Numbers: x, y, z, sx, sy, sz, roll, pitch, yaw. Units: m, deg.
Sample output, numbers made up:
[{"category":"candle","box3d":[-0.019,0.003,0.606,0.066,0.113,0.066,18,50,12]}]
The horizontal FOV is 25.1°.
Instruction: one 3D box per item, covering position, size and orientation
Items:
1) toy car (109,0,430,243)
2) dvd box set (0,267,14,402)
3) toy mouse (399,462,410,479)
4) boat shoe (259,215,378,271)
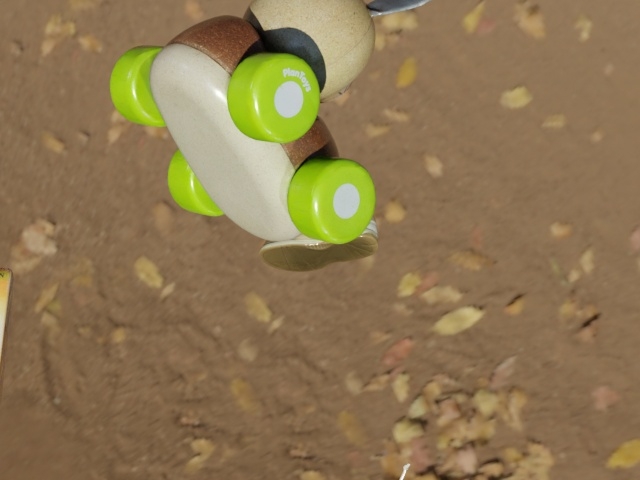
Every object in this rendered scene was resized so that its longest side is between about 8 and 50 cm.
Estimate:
[{"category":"toy car","box3d":[-0.007,-0.107,0.911,0.188,0.155,0.149,-46,124,-24]},{"category":"dvd box set","box3d":[-0.555,0.224,1.785,0.308,0.062,0.420,2,62,-5]},{"category":"toy mouse","box3d":[0.039,0.289,1.214,0.031,0.161,0.143,31,32,-43]},{"category":"boat shoe","box3d":[0.000,0.000,1.559,0.135,0.050,0.045,-7,48,19]}]
